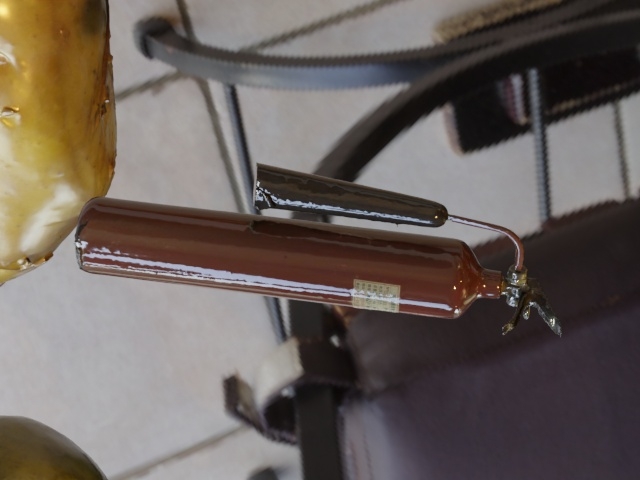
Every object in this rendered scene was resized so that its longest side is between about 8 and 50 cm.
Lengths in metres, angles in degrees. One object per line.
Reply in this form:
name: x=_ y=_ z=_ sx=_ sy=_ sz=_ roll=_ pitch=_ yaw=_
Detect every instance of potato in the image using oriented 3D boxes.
potato: x=-0.205 y=-0.087 z=0.939 sx=0.140 sy=0.173 sz=0.300 roll=-4 pitch=132 yaw=-23

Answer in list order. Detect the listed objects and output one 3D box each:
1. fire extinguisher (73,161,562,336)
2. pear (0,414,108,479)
fire extinguisher: x=0.000 y=0.000 z=0.504 sx=0.173 sy=0.035 sz=0.049 roll=7 pitch=88 yaw=7
pear: x=-0.287 y=0.285 z=1.161 sx=0.253 sy=0.307 sz=0.253 roll=7 pitch=122 yaw=12
